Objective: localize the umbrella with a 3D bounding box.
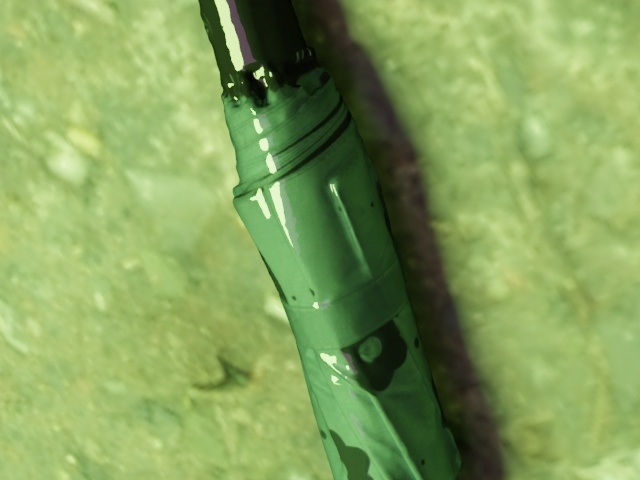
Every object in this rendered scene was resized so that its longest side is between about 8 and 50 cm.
[{"bbox_3d":[-0.002,0.001,0.516,0.052,0.053,0.251,-7,110,34],"label":"umbrella"}]
